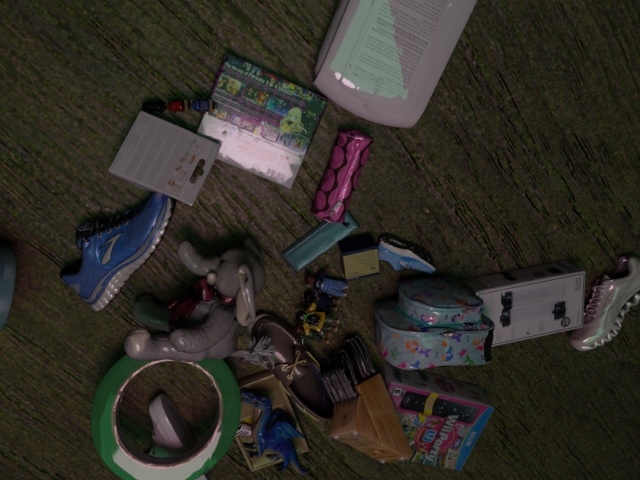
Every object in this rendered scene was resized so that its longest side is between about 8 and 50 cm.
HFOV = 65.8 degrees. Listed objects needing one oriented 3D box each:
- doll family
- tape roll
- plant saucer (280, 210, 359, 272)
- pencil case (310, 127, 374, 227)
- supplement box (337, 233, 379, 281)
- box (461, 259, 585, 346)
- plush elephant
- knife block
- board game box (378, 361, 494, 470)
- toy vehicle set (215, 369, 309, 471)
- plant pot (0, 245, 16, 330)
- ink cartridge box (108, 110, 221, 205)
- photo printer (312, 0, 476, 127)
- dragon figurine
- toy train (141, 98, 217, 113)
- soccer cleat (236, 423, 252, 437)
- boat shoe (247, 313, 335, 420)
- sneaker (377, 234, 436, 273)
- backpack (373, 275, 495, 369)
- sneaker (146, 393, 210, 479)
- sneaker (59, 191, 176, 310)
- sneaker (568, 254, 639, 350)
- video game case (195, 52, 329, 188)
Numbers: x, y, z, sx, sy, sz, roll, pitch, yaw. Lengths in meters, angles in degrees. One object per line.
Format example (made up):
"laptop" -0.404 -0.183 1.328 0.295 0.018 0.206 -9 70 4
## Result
"doll family" -0.007 0.158 1.182 0.112 0.076 0.192 18 77 -17
"tape roll" -0.348 0.388 1.135 0.322 0.077 0.320 3 79 -15
"plant saucer" 0.000 0.000 1.168 0.192 0.018 0.067 -37 110 5
"pencil case" 0.049 -0.140 1.083 0.095 0.098 0.209 19 103 3
"supplement box" 0.090 0.041 1.166 0.084 0.056 0.083 -12 123 -4
"box" 0.515 0.161 1.266 0.290 0.087 0.169 -12 110 -5
"plush elephant" -0.226 0.113 1.047 0.330 0.272 0.255 14 96 -11
"knife block" 0.117 0.384 1.221 0.276 0.242 0.088 37 136 -25
"board game box" 0.275 0.477 1.333 0.304 0.097 0.223 16 106 -14
"toy vehicle set" -0.148 0.470 1.294 0.166 0.035 0.266 -19 110 -2
"plant pot" -0.723 0.090 0.966 0.196 0.293 0.292 11 109 -40
"ink cartridge box" -0.310 -0.163 1.002 0.180 0.045 0.145 24 77 -4
"photo printer" 0.140 -0.398 1.005 0.256 0.107 0.307 20 105 -15
"dragon figurine" -0.096 0.483 1.229 0.289 0.085 0.144 37 81 -18
"toy train" -0.285 -0.271 0.994 0.159 0.036 0.027 2 99 11
"soccer cleat" -0.188 0.481 1.256 0.084 0.029 0.035 -1 113 -4
"boat shoe" -0.061 0.313 1.204 0.117 0.097 0.324 -39 114 -22
"sneaker" 0.205 0.044 1.202 0.162 0.063 0.073 23 121 -11
"backpack" 0.254 0.197 1.164 0.254 0.225 0.190 -10 109 -8
"sneaker" -0.406 0.531 1.237 0.169 0.108 0.292 -20 112 -5
"sneaker" -0.429 -0.004 1.040 0.147 0.129 0.330 39 99 -21
"sneaker" 0.751 0.163 1.303 0.118 0.110 0.292 43 90 -11
"video game case" -0.128 -0.248 1.049 0.232 0.042 0.210 20 105 -15
